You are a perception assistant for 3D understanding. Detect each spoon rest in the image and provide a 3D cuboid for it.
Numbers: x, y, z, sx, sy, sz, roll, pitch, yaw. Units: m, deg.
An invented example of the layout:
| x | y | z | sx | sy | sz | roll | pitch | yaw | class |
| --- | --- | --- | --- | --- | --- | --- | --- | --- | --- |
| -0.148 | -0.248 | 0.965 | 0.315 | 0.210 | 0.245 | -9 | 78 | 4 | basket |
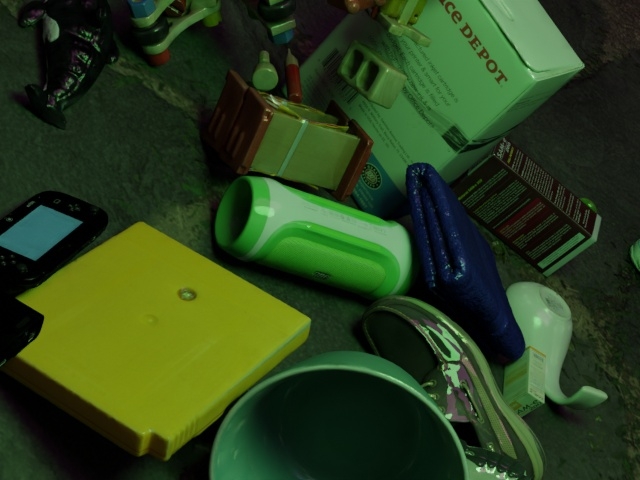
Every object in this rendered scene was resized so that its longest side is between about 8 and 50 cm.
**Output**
| x | y | z | sx | sy | sz | roll | pitch | yaw | class |
| --- | --- | --- | --- | --- | --- | --- | --- | --- | --- |
| 0.378 | 0.172 | 2.144 | 0.137 | 0.084 | 0.276 | 21 | 33 | -30 | spoon rest |

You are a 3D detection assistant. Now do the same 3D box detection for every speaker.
| x | y | z | sx | sy | sz | roll | pitch | yaw | class |
| --- | --- | --- | --- | --- | --- | --- | --- | --- | --- |
| 0.000 | 0.000 | 1.895 | 0.296 | 0.131 | 0.131 | 18 | 48 | -30 | speaker |

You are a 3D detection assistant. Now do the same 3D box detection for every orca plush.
| x | y | z | sx | sy | sz | roll | pitch | yaw | class |
| --- | --- | --- | --- | --- | --- | --- | --- | --- | --- |
| -0.348 | -0.298 | 1.851 | 0.151 | 0.102 | 0.287 | 36 | 41 | -13 | orca plush |

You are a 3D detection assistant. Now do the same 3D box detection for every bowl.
| x | y | z | sx | sy | sz | roll | pitch | yaw | class |
| --- | --- | --- | --- | --- | --- | --- | --- | --- | --- |
| 0.031 | 0.260 | 1.611 | 0.311 | 0.311 | 0.163 | 41 | 21 | -7 | bowl |

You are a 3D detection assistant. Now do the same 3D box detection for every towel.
| x | y | z | sx | sy | sz | roll | pitch | yaw | class |
| --- | --- | --- | --- | --- | --- | --- | --- | --- | --- |
| 0.213 | 0.039 | 2.000 | 0.308 | 0.076 | 0.227 | 48 | 21 | -53 | towel |

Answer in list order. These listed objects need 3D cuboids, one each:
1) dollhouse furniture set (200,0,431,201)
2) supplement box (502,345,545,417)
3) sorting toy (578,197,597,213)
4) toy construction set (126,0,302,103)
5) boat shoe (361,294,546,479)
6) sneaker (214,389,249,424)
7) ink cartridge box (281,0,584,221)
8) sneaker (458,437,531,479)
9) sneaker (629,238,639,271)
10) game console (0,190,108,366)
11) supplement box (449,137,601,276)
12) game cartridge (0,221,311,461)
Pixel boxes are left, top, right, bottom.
| x | y | z | sx | sy | sz | roll | pitch | yaw | class |
| --- | --- | --- | --- | --- | --- | --- | --- | --- | --- |
| 0.007 | -0.259 | 1.905 | 0.201 | 0.374 | 0.152 | 16 | 20 | -34 | dollhouse furniture set |
| 0.319 | 0.222 | 2.046 | 0.036 | 0.062 | 0.098 | 32 | 42 | -19 | supplement box |
| 0.452 | -0.057 | 2.398 | 0.102 | 0.061 | 0.042 | 33 | 36 | 19 | sorting toy |
| -0.142 | -0.368 | 2.032 | 0.309 | 0.257 | 0.237 | 48 | 22 | -32 | toy construction set |
| 0.180 | 0.232 | 1.861 | 0.355 | 0.132 | 0.130 | 49 | 39 | 5 | boat shoe |
| -0.190 | 0.182 | 1.639 | 0.209 | 0.069 | 0.082 | 15 | 4 | -16 | sneaker |
| 0.168 | -0.255 | 2.044 | 0.166 | 0.395 | 0.285 | -20 | 73 | -49 | ink cartridge box |
| 0.149 | 0.320 | 1.780 | 0.275 | 0.110 | 0.107 | 28 | 46 | 8 | sneaker |
| 0.665 | 0.092 | 2.444 | 0.085 | 0.086 | 0.237 | -11 | 67 | -48 | sneaker |
| -0.392 | 0.024 | 1.552 | 0.213 | 0.044 | 0.361 | 29 | 34 | 8 | game console |
| 0.351 | -0.059 | 2.254 | 0.239 | 0.130 | 0.073 | 38 | 41 | -12 | supplement box |
| -0.212 | 0.115 | 1.591 | 0.285 | 0.052 | 0.324 | 29 | 37 | 19 | game cartridge |
